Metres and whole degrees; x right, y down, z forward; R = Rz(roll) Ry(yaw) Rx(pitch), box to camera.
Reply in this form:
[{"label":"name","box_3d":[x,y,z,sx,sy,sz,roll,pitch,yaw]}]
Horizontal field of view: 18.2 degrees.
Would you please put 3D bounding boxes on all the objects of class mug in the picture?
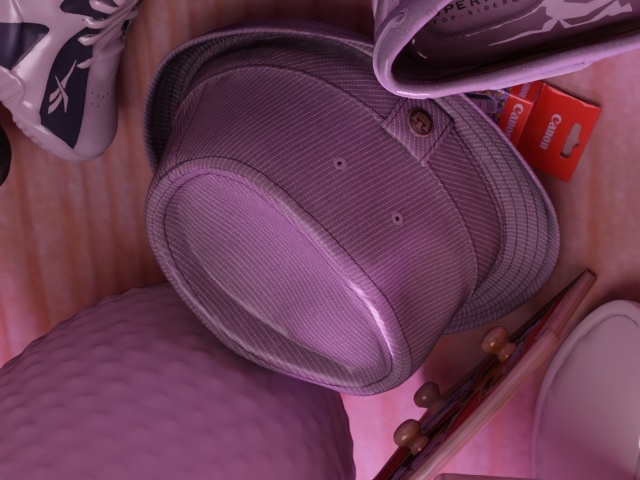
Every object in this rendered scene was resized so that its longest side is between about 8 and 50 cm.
[{"label":"mug","box_3d":[-0.148,0.208,1.290,0.276,0.328,0.374,44,126,-12]}]

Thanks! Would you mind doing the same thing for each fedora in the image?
[{"label":"fedora","box_3d":[0.000,0.000,1.197,0.244,0.124,0.275,-22,120,40]}]

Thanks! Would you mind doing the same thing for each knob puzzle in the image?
[{"label":"knob puzzle","box_3d":[0.076,0.104,1.225,0.030,0.213,0.213,45,126,-1]}]

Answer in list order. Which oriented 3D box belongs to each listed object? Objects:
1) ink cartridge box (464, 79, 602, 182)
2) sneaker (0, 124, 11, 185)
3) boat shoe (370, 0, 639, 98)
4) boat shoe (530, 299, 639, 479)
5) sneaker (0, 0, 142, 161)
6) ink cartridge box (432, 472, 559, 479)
[{"label":"ink cartridge box","box_3d":[0.103,-0.072,1.195,0.115,0.029,0.063,23,129,5]},{"label":"sneaker","box_3d":[-0.309,-0.064,1.317,0.227,0.087,0.130,23,129,8]},{"label":"boat shoe","box_3d":[0.177,-0.154,1.047,0.320,0.103,0.118,-16,116,13]},{"label":"boat shoe","box_3d":[0.203,0.172,1.307,0.099,0.116,0.319,-10,122,-26]},{"label":"sneaker","box_3d":[-0.117,-0.150,1.180,0.153,0.094,0.235,6,115,26]},{"label":"ink cartridge box","box_3d":[0.210,0.272,1.250,0.296,0.066,0.261,3,122,3]}]
